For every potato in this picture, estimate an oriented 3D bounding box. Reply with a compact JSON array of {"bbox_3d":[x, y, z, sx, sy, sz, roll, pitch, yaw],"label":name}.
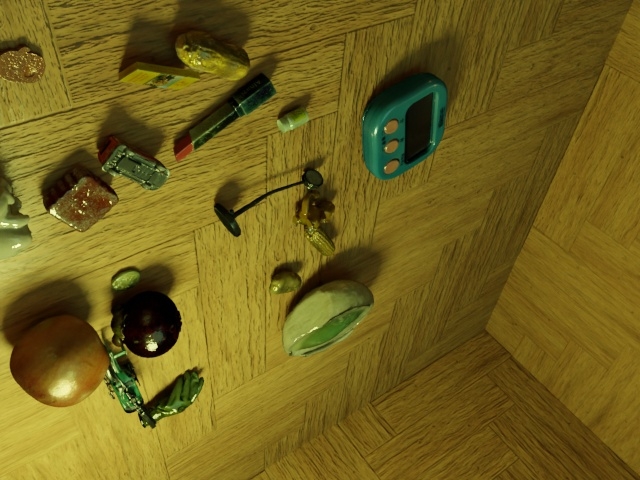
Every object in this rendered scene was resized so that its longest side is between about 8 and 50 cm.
[{"bbox_3d":[-0.130,0.151,2.177,0.138,0.070,0.091,1,132,-46],"label":"potato"}]

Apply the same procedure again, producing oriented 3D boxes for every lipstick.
[{"bbox_3d":[-0.253,-0.311,1.539,0.312,0.051,0.051,-38,149,-5],"label":"lipstick"}]

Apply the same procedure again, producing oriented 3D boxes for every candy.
[{"bbox_3d":[0.037,0.295,2.413,0.427,0.186,0.386,3,134,-51],"label":"candy"}]

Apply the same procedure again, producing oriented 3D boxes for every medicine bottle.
[{"bbox_3d":[-0.077,-0.339,1.696,0.083,0.047,0.047,-31,145,-19],"label":"medicine bottle"}]

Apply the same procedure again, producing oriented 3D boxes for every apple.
[{"bbox_3d":[-0.689,0.320,1.623,0.254,0.253,0.253,-28,144,-22],"label":"apple"}]

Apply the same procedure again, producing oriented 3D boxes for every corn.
[{"bbox_3d":[0.000,0.000,2.147,0.068,0.068,0.207,-43,146,-1],"label":"corn"}]

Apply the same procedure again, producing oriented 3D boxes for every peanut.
[{"bbox_3d":[-0.246,-0.424,1.385,0.207,0.087,0.087,3,126,-52],"label":"peanut"}]

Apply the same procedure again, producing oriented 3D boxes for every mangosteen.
[{"bbox_3d":[-0.511,0.248,1.778,0.210,0.210,0.209,-28,144,-22],"label":"mangosteen"}]

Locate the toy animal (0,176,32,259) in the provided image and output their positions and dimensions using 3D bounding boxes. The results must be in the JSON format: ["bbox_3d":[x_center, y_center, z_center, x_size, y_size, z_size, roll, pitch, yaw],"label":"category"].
[{"bbox_3d":[-0.717,-0.036,1.282,0.179,0.127,0.193,-18,141,-31],"label":"toy animal"}]

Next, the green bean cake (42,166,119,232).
[{"bbox_3d":[-0.570,-0.097,1.434,0.136,0.056,0.135,-43,149,-1],"label":"green bean cake"}]

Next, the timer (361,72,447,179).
[{"bbox_3d":[0.272,-0.371,1.973,0.309,0.115,0.340,-31,146,-16],"label":"timer"}]

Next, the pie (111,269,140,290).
[{"bbox_3d":[-0.558,0.115,1.726,0.085,0.017,0.085,-28,146,-21],"label":"pie"}]

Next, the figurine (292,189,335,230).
[{"bbox_3d":[-0.013,-0.109,2.005,0.176,0.121,0.122,-18,114,-54],"label":"figurine"}]

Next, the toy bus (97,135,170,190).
[{"bbox_3d":[-0.447,-0.184,1.447,0.079,0.077,0.174,-50,147,9],"label":"toy bus"}]

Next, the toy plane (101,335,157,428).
[{"bbox_3d":[-0.626,0.441,1.910,0.106,0.155,0.381,-26,127,-24],"label":"toy plane"}]

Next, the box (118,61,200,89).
[{"bbox_3d":[-0.357,-0.365,1.342,0.155,0.023,0.087,-5,174,-44],"label":"box"}]

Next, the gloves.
[{"bbox_3d":[-0.540,0.589,2.214,0.268,0.107,0.135,-39,178,-11],"label":"gloves"}]

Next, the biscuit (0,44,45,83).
[{"bbox_3d":[-0.584,-0.344,1.176,0.091,0.015,0.078,-1,127,-47],"label":"biscuit"}]

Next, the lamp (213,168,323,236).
[{"bbox_3d":[-0.161,-0.126,1.843,0.371,0.130,0.108,-36,171,-36],"label":"lamp"}]
